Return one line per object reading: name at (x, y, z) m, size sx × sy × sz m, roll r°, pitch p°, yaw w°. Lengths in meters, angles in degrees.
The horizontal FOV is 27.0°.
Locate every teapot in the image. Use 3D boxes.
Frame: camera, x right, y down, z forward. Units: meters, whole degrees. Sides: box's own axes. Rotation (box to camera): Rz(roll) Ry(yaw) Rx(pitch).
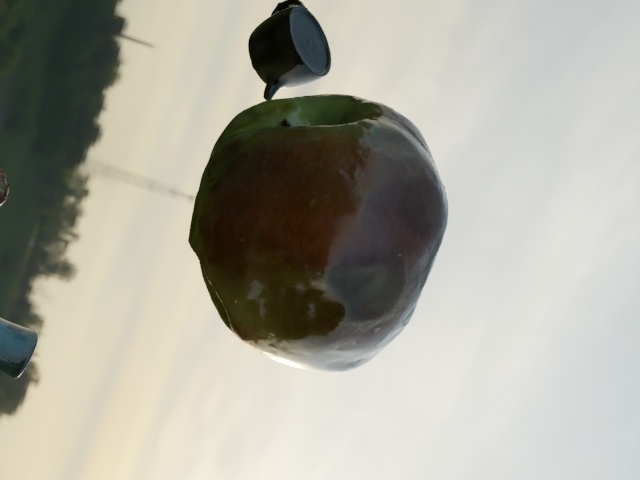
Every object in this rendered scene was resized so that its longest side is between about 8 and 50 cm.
teapot at (-0.037, -0.189, 1.300) m, size 0.068 × 0.076 × 0.121 m, roll -19°, pitch -127°, yaw 28°

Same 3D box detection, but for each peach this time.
peach at (0.000, 0.000, 1.087) m, size 0.214 × 0.214 × 0.235 m, roll -93°, pitch -175°, yaw -59°

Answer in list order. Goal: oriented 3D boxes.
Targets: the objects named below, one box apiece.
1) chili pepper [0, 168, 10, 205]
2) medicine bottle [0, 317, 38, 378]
chili pepper at (-0.457, -0.051, 1.599) m, size 0.192 × 0.086 × 0.084 m, roll -9°, pitch -114°, yaw 45°
medicine bottle at (-0.321, 0.047, 1.031) m, size 0.054 × 0.208 × 0.090 m, roll -45°, pitch -153°, yaw 35°
